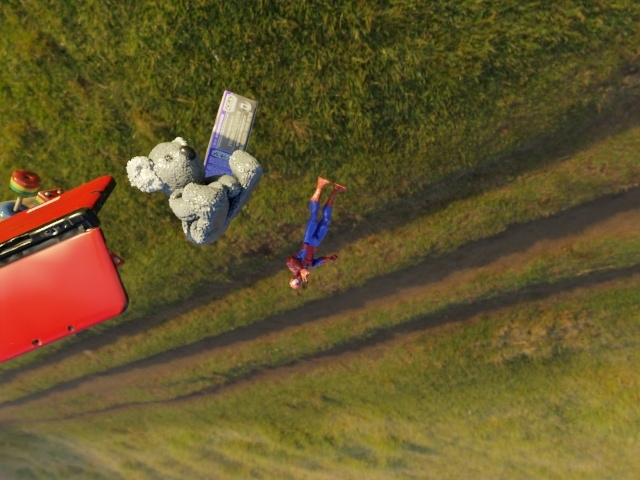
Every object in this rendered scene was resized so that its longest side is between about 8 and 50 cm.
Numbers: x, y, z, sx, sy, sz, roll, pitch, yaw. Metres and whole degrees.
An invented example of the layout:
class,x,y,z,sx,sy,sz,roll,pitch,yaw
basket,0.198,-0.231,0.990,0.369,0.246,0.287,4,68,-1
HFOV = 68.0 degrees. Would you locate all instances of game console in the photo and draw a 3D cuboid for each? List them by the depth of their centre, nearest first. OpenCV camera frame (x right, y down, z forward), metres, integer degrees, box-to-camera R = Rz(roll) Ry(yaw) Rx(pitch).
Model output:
class,x,y,z,sx,sy,sz,roll,pitch,yaw
game console,-0.244,0.021,0.435,0.143,0.124,0.085,-22,121,6

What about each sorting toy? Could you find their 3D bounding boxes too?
class,x,y,z,sx,sy,sz,roll,pitch,yaw
sorting toy,-0.449,-0.031,0.790,0.274,0.132,0.046,39,113,8

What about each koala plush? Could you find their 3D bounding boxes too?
class,x,y,z,sx,sy,sz,roll,pitch,yaw
koala plush,-0.275,-0.120,0.994,0.221,0.196,0.203,38,136,2

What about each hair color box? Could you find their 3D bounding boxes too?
class,x,y,z,sx,sy,sz,roll,pitch,yaw
hair color box,-0.295,-0.294,1.486,0.109,0.186,0.339,16,163,-17

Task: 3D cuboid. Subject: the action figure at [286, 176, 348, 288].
class,x,y,z,sx,sy,sz,roll,pitch,yaw
action figure,0.000,0.000,1.153,0.091,0.281,0.139,17,-171,-36
